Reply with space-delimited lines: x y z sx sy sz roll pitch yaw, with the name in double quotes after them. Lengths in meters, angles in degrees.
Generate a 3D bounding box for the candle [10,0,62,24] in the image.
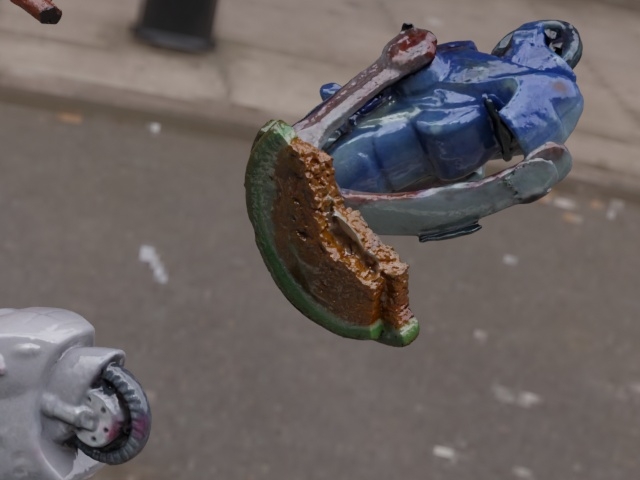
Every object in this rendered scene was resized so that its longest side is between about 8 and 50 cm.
-0.246 -0.206 1.474 0.026 0.021 0.167 -29 52 -31 "candle"

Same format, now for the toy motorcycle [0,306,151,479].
-0.231 0.123 1.412 0.110 0.260 0.171 -20 79 -55 "toy motorcycle"

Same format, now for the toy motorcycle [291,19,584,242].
0.130 -0.095 1.992 0.319 0.241 0.182 -21 -25 8 "toy motorcycle"

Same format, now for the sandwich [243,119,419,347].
0.000 0.002 1.008 0.067 0.135 0.029 -22 15 45 "sandwich"
